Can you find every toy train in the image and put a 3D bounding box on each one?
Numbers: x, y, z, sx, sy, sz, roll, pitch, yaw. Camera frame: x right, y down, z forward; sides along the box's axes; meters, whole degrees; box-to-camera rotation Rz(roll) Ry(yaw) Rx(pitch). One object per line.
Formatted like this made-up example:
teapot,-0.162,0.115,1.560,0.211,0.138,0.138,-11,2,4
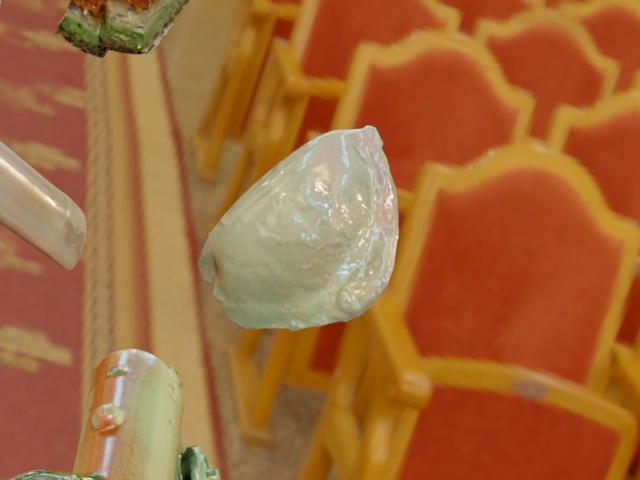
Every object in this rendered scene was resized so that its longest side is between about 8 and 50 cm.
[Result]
toy train,-0.157,0.212,1.411,0.116,0.177,0.285,-12,26,6

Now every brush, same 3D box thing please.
brush,-0.273,-0.076,1.307,0.050,0.060,0.321,-8,-32,29

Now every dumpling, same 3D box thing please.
dumpling,-0.004,-0.004,1.529,0.149,0.216,0.105,44,1,-5

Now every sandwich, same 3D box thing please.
sandwich,-0.107,-0.253,1.227,0.079,0.235,0.159,25,-28,2

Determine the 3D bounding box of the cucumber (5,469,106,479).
cucumber,-0.166,0.183,1.180,0.168,0.039,0.039,19,13,-38
